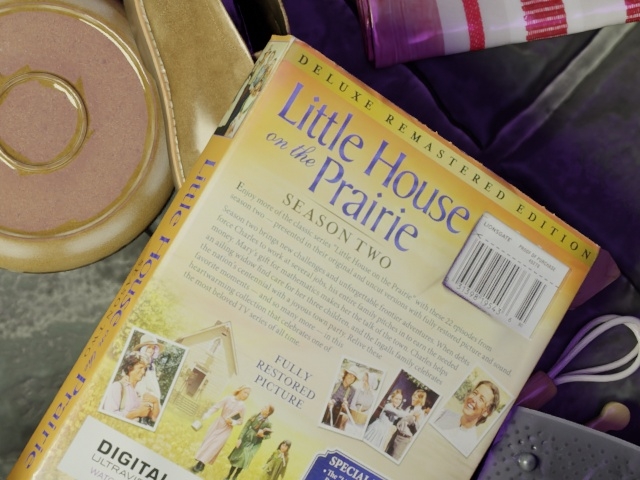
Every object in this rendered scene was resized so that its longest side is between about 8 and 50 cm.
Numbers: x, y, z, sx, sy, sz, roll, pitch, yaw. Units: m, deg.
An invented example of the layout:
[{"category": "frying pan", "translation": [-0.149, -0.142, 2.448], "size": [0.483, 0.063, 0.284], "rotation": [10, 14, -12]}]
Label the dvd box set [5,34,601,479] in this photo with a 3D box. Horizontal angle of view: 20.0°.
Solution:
[{"category": "dvd box set", "translation": [-0.015, 0.105, 1.336], "size": [0.308, 0.062, 0.420], "rotation": [32, 85, -22]}]

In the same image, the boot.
[{"category": "boot", "translation": [-0.053, -0.092, 1.373], "size": [0.112, 0.115, 0.305], "rotation": [-25, 93, -30]}]

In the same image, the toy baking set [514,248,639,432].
[{"category": "toy baking set", "translation": [0.173, 0.137, 1.457], "size": [0.197, 0.030, 0.256], "rotation": [-5, 97, -12]}]

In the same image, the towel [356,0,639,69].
[{"category": "towel", "translation": [0.177, -0.282, 1.454], "size": [0.329, 0.037, 0.237], "rotation": [-11, 92, -7]}]

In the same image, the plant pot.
[{"category": "plant pot", "translation": [-0.220, -0.092, 1.409], "size": [0.236, 0.032, 0.236], "rotation": [0, 89, -6]}]

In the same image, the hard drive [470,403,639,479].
[{"category": "hard drive", "translation": [0.222, 0.242, 1.434], "size": [0.255, 0.054, 0.172], "rotation": [23, 90, -13]}]
